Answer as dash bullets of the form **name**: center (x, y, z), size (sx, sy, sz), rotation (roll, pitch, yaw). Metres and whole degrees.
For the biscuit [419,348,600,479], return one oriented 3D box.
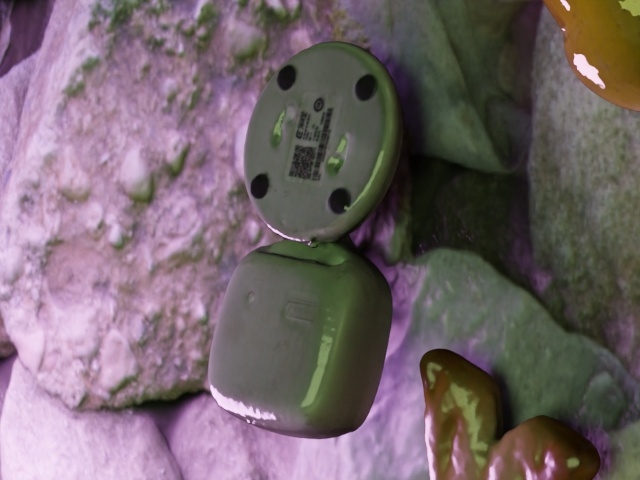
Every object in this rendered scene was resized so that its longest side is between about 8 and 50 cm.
- **biscuit**: center (0.109, 0.200, 1.353), size (0.164, 0.047, 0.208), rotation (34, 115, 37)

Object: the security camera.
- **security camera**: center (0.000, 0.000, 1.432), size (0.157, 0.080, 0.302), rotation (11, 90, 46)

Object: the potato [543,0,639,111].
- **potato**: center (0.199, -0.230, 1.178), size (0.173, 0.140, 0.300), rotation (-15, 88, 36)
